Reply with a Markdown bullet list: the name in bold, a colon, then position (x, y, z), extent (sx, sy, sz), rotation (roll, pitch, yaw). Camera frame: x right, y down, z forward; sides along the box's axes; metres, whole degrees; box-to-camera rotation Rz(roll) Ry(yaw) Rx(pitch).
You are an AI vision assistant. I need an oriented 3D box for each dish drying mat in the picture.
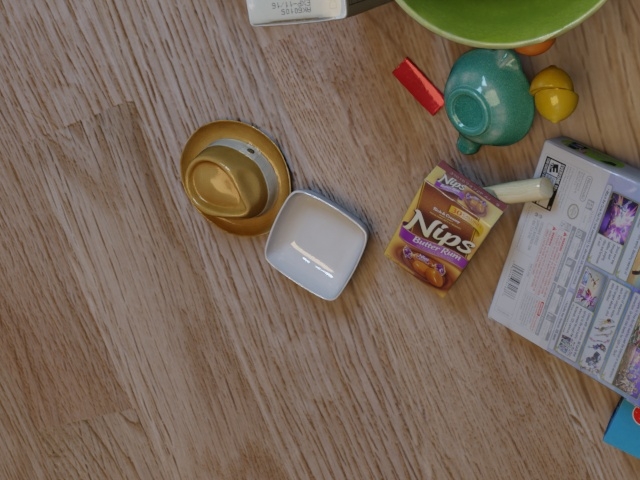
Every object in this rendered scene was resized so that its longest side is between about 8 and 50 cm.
- **dish drying mat**: position (0.137, -0.211, 1.371), extent (0.083, 0.008, 0.032), rotation (47, 119, 4)

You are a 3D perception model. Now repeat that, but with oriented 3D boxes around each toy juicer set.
- **toy juicer set**: position (0.242, -0.171, 1.276), extent (0.209, 0.089, 0.329), rotation (19, 129, 40)

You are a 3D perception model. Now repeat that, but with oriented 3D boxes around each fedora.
- **fedora**: position (-0.140, -0.085, 1.503), extent (0.194, 0.079, 0.194), rotation (8, 112, 21)

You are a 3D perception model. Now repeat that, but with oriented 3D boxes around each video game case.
- **video game case**: position (0.362, 0.036, 1.285), extent (0.244, 0.061, 0.270), rotation (33, 121, 35)

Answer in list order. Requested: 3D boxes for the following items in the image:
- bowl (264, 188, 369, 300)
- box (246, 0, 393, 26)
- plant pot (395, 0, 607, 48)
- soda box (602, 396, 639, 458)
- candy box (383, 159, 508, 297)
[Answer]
- **bowl**: position (0.000, 0.000, 1.484), extent (0.142, 0.053, 0.142), rotation (32, 119, 11)
- **box**: position (0.027, -0.350, 1.195), extent (0.121, 0.311, 0.148), rotation (0, 108, 24)
- **plant pot**: position (0.203, -0.391, 1.096), extent (0.274, 0.294, 0.275), rotation (5, 122, 9)
- **soda box**: position (0.454, 0.188, 1.335), extent (0.071, 0.067, 0.210), rotation (25, 117, 15)
- **candy box**: position (0.166, -0.012, 1.362), extent (0.109, 0.053, 0.187), rotation (36, 143, 9)
